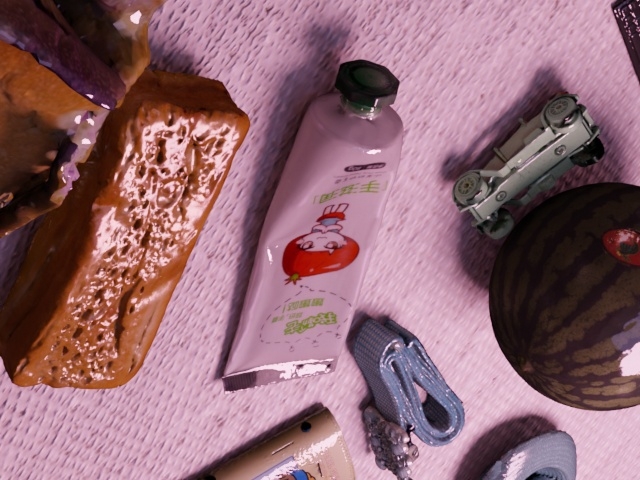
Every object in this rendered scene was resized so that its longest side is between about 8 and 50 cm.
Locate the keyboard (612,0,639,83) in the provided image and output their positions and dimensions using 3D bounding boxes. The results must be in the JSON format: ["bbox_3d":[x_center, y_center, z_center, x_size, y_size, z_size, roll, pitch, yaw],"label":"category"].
[{"bbox_3d":[0.319,-0.161,1.486,0.067,0.011,0.202,-36,135,-3],"label":"keyboard"}]

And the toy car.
[{"bbox_3d":[0.182,-0.068,1.438,0.143,0.054,0.073,-40,134,5],"label":"toy car"}]

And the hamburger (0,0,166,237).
[{"bbox_3d":[-0.255,-0.122,0.924,0.277,0.195,0.318,31,148,-33],"label":"hamburger"}]

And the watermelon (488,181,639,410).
[{"bbox_3d":[0.255,0.051,1.473,0.212,0.212,0.212,-18,131,-22],"label":"watermelon"}]

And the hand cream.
[{"bbox_3d":[0.000,0.000,1.372,0.121,0.076,0.336,-7,133,-28],"label":"hand cream"}]

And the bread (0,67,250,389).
[{"bbox_3d":[-0.151,-0.004,1.248,0.139,0.077,0.271,2,123,-39],"label":"bread"}]

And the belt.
[{"bbox_3d":[0.071,0.146,1.529,0.100,0.065,0.179,-42,134,-11],"label":"belt"}]

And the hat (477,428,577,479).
[{"bbox_3d":[0.204,0.279,1.711,0.138,0.078,0.190,-5,107,-41],"label":"hat"}]

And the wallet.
[{"bbox_3d":[-0.043,0.234,1.532,0.155,0.039,0.110,-29,133,-11],"label":"wallet"}]
